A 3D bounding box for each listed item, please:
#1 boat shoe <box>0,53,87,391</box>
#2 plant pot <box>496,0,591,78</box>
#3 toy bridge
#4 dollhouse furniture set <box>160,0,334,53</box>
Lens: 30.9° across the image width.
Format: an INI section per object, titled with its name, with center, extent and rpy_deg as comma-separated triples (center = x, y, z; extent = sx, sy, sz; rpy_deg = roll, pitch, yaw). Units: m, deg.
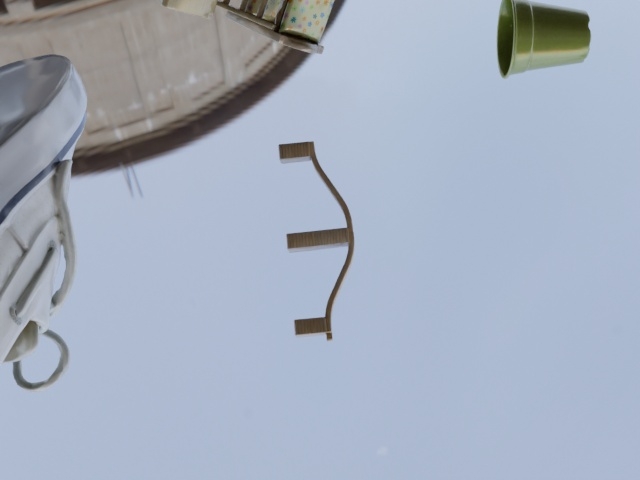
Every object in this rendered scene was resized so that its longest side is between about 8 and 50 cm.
[boat shoe]
center = -0.216, 0.029, 0.719
extent = 0.136, 0.156, 0.367
rpy_deg = -9, -144, 15
[plant pot]
center = 0.218, -0.198, 1.122
extent = 0.079, 0.083, 0.083
rpy_deg = 1, -112, -2
[toy bridge]
center = 0.000, 0.000, 1.073
extent = 0.063, 0.026, 0.188
rpy_deg = -6, -100, 2
[dollhouse furniture set]
center = -0.049, -0.283, 1.064
extent = 0.101, 0.161, 0.182
rpy_deg = 33, -71, 43
